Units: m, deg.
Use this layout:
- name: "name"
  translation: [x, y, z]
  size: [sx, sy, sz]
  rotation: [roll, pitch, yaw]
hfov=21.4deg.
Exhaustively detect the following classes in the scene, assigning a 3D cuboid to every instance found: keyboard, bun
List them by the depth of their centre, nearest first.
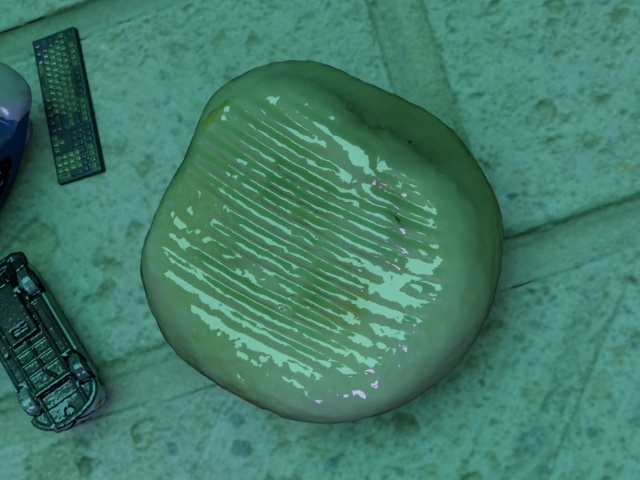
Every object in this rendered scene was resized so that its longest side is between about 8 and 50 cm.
- name: "bun"
  translation: [0.000, 0.000, 1.656]
  size: [0.361, 0.213, 0.361]
  rotation: [1, 93, 16]
- name: "keyboard"
  translation: [-0.280, -0.150, 1.872]
  size: [0.055, 0.014, 0.176]
  rotation: [-17, 72, 14]

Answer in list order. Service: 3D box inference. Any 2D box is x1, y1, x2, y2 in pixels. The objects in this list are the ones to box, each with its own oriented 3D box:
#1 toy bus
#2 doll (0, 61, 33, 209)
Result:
- name: "toy bus"
  translation: [-0.292, 0.113, 1.766]
  size: [0.087, 0.089, 0.194]
  rotation: [-36, 70, 3]
- name: "doll"
  translation: [-0.483, -0.114, 1.808]
  size: [0.310, 0.240, 0.284]
  rotation: [24, 42, 6]
